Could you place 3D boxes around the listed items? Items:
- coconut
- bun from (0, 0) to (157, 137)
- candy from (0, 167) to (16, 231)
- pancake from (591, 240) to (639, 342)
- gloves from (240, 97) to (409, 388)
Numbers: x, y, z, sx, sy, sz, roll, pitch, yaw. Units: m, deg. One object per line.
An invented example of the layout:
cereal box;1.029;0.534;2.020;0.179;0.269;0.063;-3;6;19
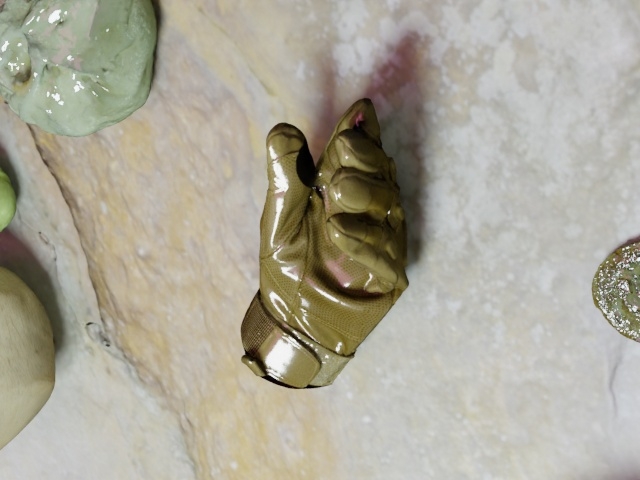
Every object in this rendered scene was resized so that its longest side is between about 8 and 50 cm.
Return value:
coconut;-0.397;0.140;1.884;0.224;0.224;0.224;10;110;30
bun;-0.273;-0.209;1.741;0.203;0.126;0.213;8;108;29
candy;-0.470;-0.119;1.937;0.092;0.093;0.335;-44;64;-10
pancake;0.298;0.051;1.520;0.108;0.017;0.108;12;114;30
gloves;0.012;-0.001;1.616;0.154;0.141;0.331;56;140;38
